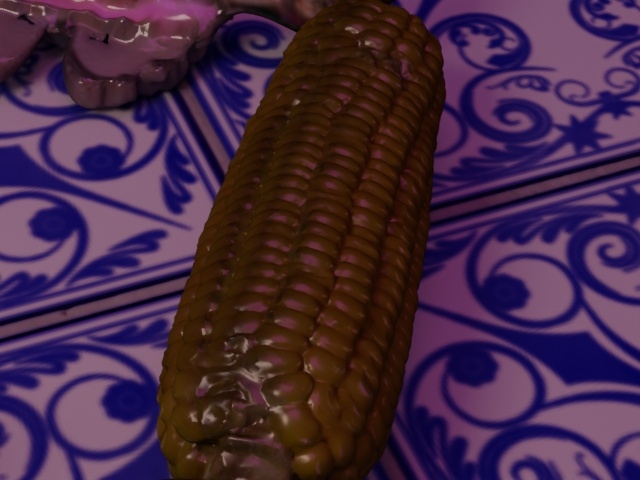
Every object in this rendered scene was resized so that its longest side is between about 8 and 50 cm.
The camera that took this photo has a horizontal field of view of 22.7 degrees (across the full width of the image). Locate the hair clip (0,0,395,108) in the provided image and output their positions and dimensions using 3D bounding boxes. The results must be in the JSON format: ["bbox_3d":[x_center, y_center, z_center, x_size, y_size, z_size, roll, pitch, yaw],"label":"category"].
[{"bbox_3d":[-0.085,-0.152,1.002,0.300,0.069,0.173,2,43,11],"label":"hair clip"}]

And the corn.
[{"bbox_3d":[0.000,0.000,0.832,0.120,0.120,0.363,11,43,6],"label":"corn"}]

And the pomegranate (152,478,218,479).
[{"bbox_3d":[-0.049,0.186,0.596,0.209,0.209,0.209,2,46,-2],"label":"pomegranate"}]
